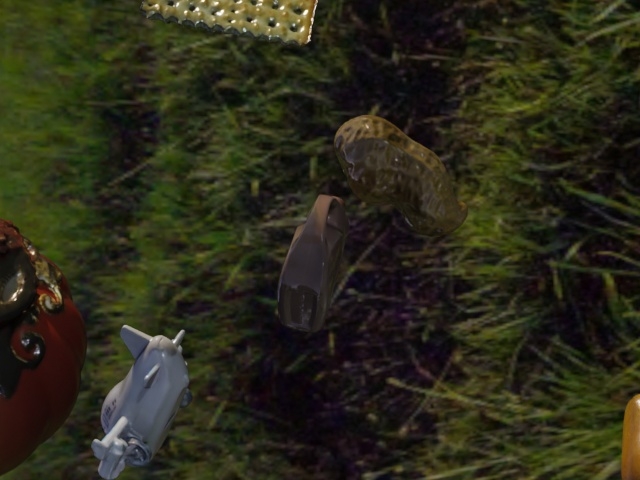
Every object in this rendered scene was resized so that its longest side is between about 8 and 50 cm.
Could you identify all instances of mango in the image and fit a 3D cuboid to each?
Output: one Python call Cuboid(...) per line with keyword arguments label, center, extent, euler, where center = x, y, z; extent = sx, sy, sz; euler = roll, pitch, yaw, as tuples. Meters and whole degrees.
Cuboid(label="mango", center=(0.499, 0.324, 1.510), extent=(0.178, 0.090, 0.115), euler=(-81, -24, -47))

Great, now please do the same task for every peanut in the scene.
Cuboid(label="peanut", center=(0.120, -0.095, 1.507), extent=(0.110, 0.233, 0.196), euler=(-57, -5, -13))

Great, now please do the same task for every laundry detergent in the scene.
Cuboid(label="laundry detergent", center=(0.000, 0.000, 1.472), extent=(0.171, 0.076, 0.237), euler=(96, -171, -48))

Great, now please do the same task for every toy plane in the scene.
Cuboid(label="toy plane", center=(-0.275, 0.249, 1.548), extent=(0.123, 0.267, 0.266), euler=(25, 121, 7))

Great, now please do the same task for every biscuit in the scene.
Cuboid(label="biscuit", center=(-0.099, -0.247, 0.972), extent=(0.016, 0.203, 0.144), euler=(103, 176, -50))

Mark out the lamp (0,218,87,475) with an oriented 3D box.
Cuboid(label="lamp", center=(-0.288, 0.074, 0.751), extent=(0.227, 0.227, 0.226), euler=(2, 93, 58))
